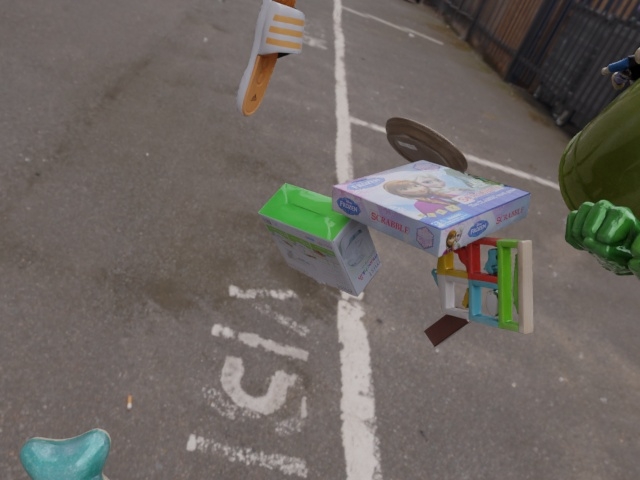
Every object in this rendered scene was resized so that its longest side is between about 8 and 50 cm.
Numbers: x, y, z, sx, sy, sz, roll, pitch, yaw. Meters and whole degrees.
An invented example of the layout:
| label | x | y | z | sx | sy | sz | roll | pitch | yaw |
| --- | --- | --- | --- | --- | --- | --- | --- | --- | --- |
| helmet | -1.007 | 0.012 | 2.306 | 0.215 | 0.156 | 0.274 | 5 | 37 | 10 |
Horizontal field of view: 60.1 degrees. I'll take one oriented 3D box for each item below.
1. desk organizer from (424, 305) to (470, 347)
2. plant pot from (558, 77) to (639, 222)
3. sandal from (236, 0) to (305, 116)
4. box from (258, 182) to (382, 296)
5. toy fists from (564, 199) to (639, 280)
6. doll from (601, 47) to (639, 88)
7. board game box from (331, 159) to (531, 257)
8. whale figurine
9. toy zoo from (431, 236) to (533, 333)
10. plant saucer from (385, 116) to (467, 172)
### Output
| label | x | y | z | sx | sy | sz | roll | pitch | yaw |
| --- | --- | --- | --- | --- | --- | --- | --- | --- | --- |
| desk organizer | 0.333 | 0.219 | 1.429 | 0.047 | 0.130 | 0.050 | -10 | 61 | -49 |
| plant pot | 0.728 | -0.201 | 1.115 | 0.367 | 0.353 | 0.366 | -1 | 66 | 2 |
| sandal | -0.073 | -0.335 | 0.985 | 0.076 | 0.265 | 0.102 | 29 | 29 | 12 |
| box | 0.000 | 0.000 | 1.448 | 0.262 | 0.231 | 0.126 | 21 | 61 | 38 |
| toy fists | 0.501 | 0.017 | 0.856 | 0.142 | 0.096 | 0.279 | 41 | 1 | -27 |
| doll | 0.673 | -0.367 | 1.185 | 0.129 | 0.046 | 0.189 | 4 | 1 | 17 |
| board game box | 0.246 | -0.088 | 1.254 | 0.319 | 0.065 | 0.318 | -20 | 32 | -36 |
| whale figurine | -0.286 | 0.365 | 0.645 | 0.217 | 0.271 | 0.141 | -5 | 8 | -4 |
| toy zoo | 0.347 | 0.086 | 1.237 | 0.030 | 0.192 | 0.293 | -6 | 7 | -28 |
| plant saucer | 0.306 | -0.268 | 1.643 | 0.278 | 0.041 | 0.278 | 33 | -5 | 3 |
